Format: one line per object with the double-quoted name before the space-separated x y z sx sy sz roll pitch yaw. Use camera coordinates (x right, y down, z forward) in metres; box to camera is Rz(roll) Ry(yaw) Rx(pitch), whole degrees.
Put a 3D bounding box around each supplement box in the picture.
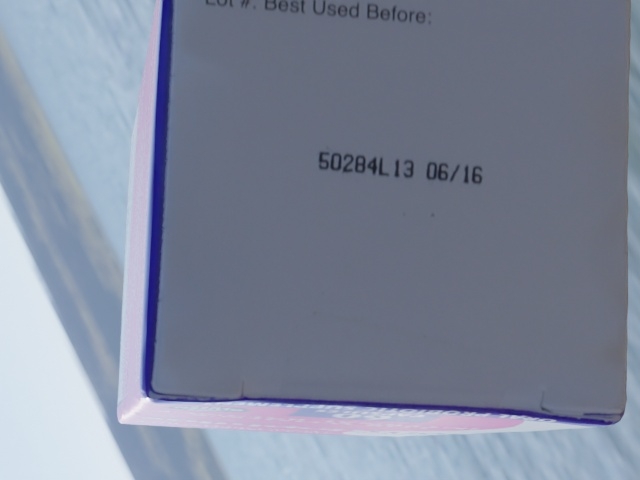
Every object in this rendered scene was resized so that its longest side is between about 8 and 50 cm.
"supplement box" 0.000 0.000 0.433 0.220 0.111 0.114 141 132 -79
